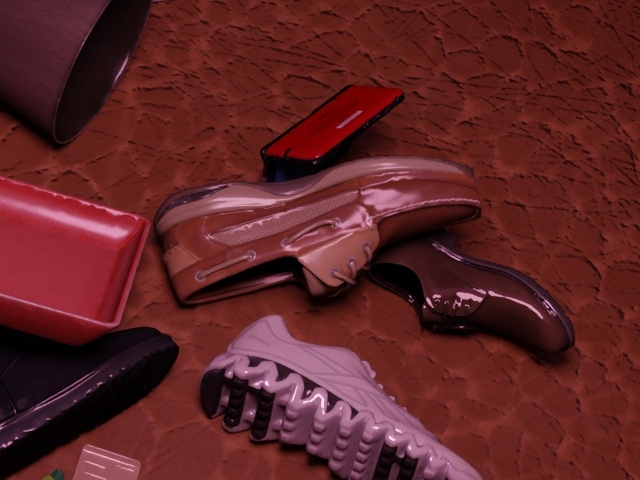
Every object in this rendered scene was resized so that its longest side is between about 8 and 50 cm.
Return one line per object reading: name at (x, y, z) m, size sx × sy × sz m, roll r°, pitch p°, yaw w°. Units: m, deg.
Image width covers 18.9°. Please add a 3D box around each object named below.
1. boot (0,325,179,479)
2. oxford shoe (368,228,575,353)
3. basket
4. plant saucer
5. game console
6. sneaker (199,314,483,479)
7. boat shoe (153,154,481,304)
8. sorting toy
boot at (-0.283, 0.091, 1.792) m, size 0.246 × 0.094 × 0.207 m, roll -30°, pitch 68°, yaw -28°
oxford shoe at (0.148, 0.065, 1.937) m, size 0.227 × 0.083 × 0.096 m, roll 27°, pitch 55°, yaw 20°
basket at (-0.318, -0.238, 1.983) m, size 0.227 × 0.154 × 0.204 m, roll 27°, pitch 78°, yaw 11°
plant saucer at (-0.301, 0.011, 1.790) m, size 0.259 × 0.048 × 0.258 m, roll 15°, pitch 22°, yaw -4°
game console at (0.013, -0.091, 1.967) m, size 0.124 × 0.085 × 0.144 m, roll 9°, pitch 39°, yaw 46°
sneaker at (0.035, 0.166, 1.822) m, size 0.292 × 0.110 × 0.118 m, roll 30°, pitch 45°, yaw 7°
boat shoe at (0.000, 0.000, 1.903) m, size 0.324 × 0.122 × 0.120 m, roll -9°, pitch 70°, yaw 4°
sorting toy at (-0.213, 0.220, 1.770) m, size 0.083 × 0.012 × 0.062 m, roll 19°, pitch 58°, yaw -5°
